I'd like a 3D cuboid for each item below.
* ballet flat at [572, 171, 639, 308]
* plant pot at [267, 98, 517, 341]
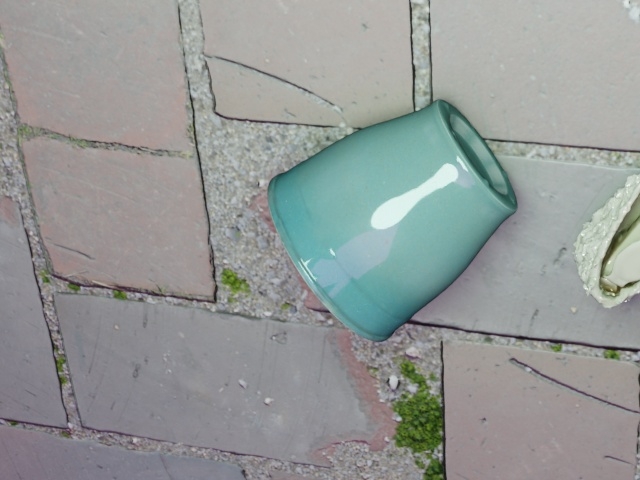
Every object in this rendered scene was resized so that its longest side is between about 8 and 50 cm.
[{"bbox_3d":[0.469,-0.057,1.612,0.147,0.147,0.409,31,126,-1],"label":"ballet flat"},{"bbox_3d":[0.113,-0.044,1.688,0.255,0.272,0.272,-35,106,19],"label":"plant pot"}]
